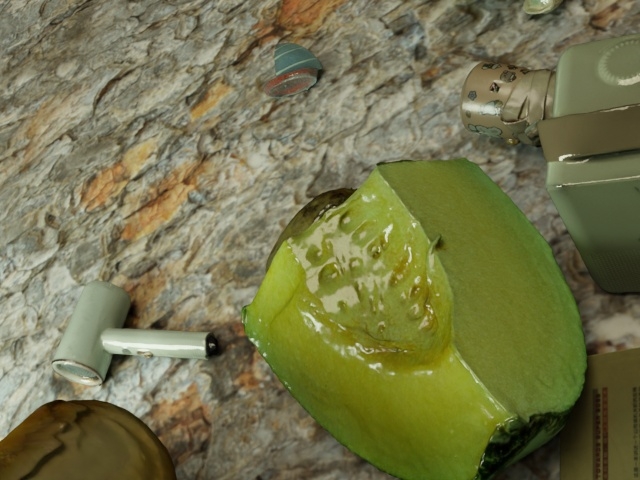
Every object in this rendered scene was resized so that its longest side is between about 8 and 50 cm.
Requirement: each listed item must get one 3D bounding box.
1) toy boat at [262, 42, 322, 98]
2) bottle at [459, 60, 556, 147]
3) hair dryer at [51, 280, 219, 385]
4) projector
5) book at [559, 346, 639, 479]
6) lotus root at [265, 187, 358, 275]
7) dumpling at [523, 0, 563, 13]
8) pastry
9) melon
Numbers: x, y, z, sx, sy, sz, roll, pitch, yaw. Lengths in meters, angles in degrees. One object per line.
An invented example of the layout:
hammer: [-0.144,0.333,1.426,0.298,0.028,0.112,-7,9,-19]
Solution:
toy boat: [-0.045,-0.274,1.405,0.096,0.034,0.122,-17,49,13]
bottle: [0.250,-0.160,1.105,0.152,0.099,0.099,19,69,35]
hair dryer: [-0.233,0.122,1.210,0.236,0.073,0.131,-1,56,27]
projector: [0.319,-0.080,0.903,0.163,0.242,0.177,-7,56,30]
book: [0.306,0.167,0.801,0.231,0.026,0.161,-20,55,49]
lotus root: [0.000,0.000,1.145,0.179,0.089,0.080,-43,10,0]
dumpling: [0.296,-0.327,1.234,0.059,0.043,0.077,-24,63,36]
pastry: [-0.300,0.341,0.905,0.409,0.245,0.409,-41,2,2]
melon: [0.103,0.091,0.938,0.331,0.226,0.344,-28,59,-4]
